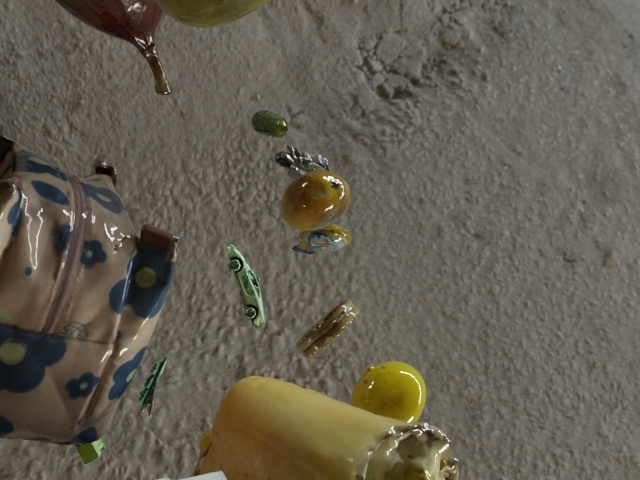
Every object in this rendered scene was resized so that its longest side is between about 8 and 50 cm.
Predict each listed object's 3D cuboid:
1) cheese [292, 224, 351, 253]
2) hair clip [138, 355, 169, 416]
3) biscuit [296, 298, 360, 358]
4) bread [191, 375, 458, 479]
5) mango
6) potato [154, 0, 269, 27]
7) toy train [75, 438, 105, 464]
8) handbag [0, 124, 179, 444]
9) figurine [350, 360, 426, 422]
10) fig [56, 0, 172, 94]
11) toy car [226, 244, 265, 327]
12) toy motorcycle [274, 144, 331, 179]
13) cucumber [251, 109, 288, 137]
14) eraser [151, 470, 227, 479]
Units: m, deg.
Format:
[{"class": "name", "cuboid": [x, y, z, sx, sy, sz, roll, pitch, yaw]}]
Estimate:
[{"class": "cheese", "cuboid": [0.000, 0.000, 1.901, 0.177, 0.270, 0.069, 14, 68, -26]}, {"class": "hair clip", "cuboid": [-0.437, 0.374, 1.475, 0.049, 0.049, 0.172, 19, 96, -15]}, {"class": "biscuit", "cuboid": [0.025, 0.287, 1.873, 0.259, 0.259, 0.079, -39, 85, -24]}, {"class": "bread", "cuboid": [-0.032, 0.370, 0.714, 0.250, 0.394, 0.361, 36, 69, -38]}, {"class": "mango", "cuboid": [-0.017, -0.093, 1.547, 0.193, 0.316, 0.146, -20, 79, -12]}, {"class": "potato", "cuboid": [-0.094, -0.286, 0.468, 0.157, 0.157, 0.194, -32, 128, -25]}, {"class": "toy train", "cuboid": [-0.539, 0.468, 1.331, 0.050, 0.122, 0.081, -29, 90, -11]}, {"class": "handbag", "cuboid": [-0.248, 0.019, 0.477, 0.190, 0.251, 0.193, 24, 101, -42]}, {"class": "figurine", "cuboid": [0.181, 0.440, 1.596, 0.215, 0.343, 0.187, -43, 79, -9]}, {"class": "fig", "cuboid": [-0.308, -0.392, 0.926, 0.217, 0.217, 0.320, -41, 123, -24]}, {"class": "toy car", "cuboid": [-0.156, 0.094, 1.221, 0.058, 0.093, 0.186, -19, 90, -8]}, {"class": "toy motorcycle", "cuboid": [-0.038, -0.252, 1.947, 0.225, 0.073, 0.152, 37, 49, 7]}, {"class": "cucumber", "cuboid": [-0.131, -0.304, 1.488, 0.069, 0.227, 0.069, -7, 109, -22]}, {"class": "eraser", "cuboid": [-0.162, 0.229, 0.379, 0.210, 0.124, 0.068, 11, 26, -48]}]
